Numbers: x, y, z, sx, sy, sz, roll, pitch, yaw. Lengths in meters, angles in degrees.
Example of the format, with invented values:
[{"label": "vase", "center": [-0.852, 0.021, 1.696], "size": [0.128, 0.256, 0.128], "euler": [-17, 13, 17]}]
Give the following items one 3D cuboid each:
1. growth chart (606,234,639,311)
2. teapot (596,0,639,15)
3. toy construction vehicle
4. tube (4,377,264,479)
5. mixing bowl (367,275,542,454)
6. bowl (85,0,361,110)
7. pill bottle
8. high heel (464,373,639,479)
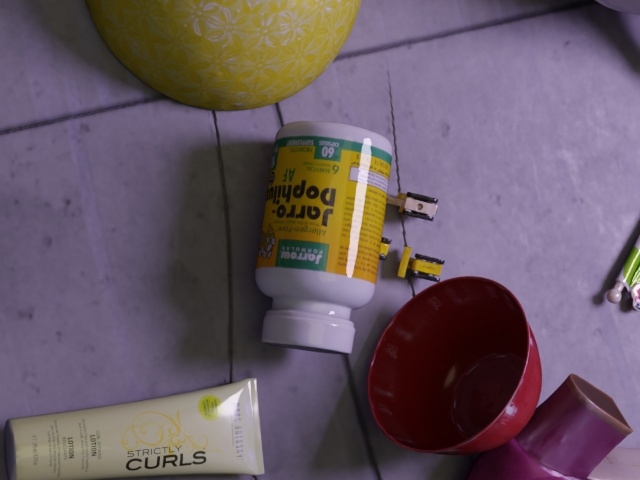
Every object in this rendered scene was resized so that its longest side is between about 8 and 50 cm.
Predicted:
[{"label": "growth chart", "center": [0.438, 0.046, 1.396], "size": [0.237, 0.021, 0.172], "euler": [30, 75, -14]}, {"label": "teapot", "center": [0.329, -0.334, 1.312], "size": [0.252, 0.187, 0.256], "euler": [12, 68, -22]}, {"label": "toy construction vehicle", "center": [0.080, -0.007, 1.281], "size": [0.098, 0.035, 0.086], "euler": [12, 92, -14]}, {"label": "tube", "center": [-0.167, 0.182, 1.167], "size": [0.240, 0.062, 0.070], "euler": [-2, 125, -23]}, {"label": "mixing bowl", "center": [0.146, 0.136, 1.229], "size": [0.098, 0.181, 0.181], "euler": [38, 72, -42]}, {"label": "bowl", "center": [-0.076, -0.278, 1.190], "size": [0.289, 0.156, 0.290], "euler": [2, 84, -17]}, {"label": "pill bottle", "center": [0.000, 0.000, 1.205], "size": [0.117, 0.117, 0.209], "euler": [11, 82, -17]}, {"label": "high heel", "center": [0.320, 0.295, 1.311], "size": [0.377, 0.127, 0.181], "euler": [38, 106, -17]}]
